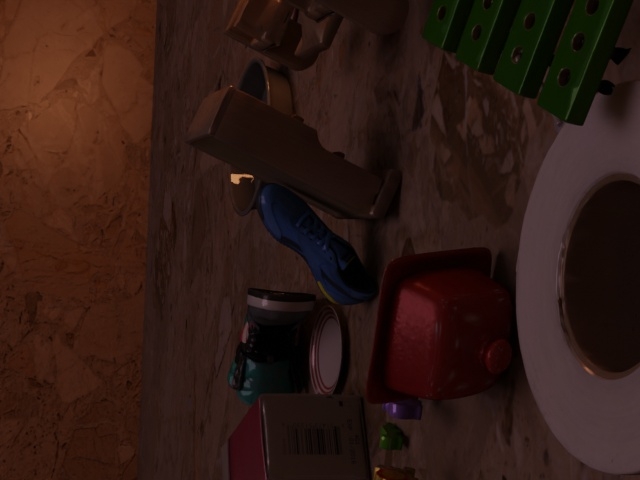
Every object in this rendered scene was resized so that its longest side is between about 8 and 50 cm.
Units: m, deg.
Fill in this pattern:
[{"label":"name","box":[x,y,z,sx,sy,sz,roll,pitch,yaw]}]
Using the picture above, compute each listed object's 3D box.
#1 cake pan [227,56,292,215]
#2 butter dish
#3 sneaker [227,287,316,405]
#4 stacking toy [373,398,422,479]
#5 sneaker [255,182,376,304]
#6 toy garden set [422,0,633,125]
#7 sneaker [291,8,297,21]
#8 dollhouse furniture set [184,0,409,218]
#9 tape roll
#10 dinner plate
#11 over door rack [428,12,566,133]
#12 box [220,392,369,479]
[{"label":"cake pan","box":[-0.112,-0.189,2.054,0.293,0.054,0.293,-176,90,-72]},{"label":"butter dish","box":[0.140,0.099,1.113,0.118,0.160,0.160,24,112,46]},{"label":"sneaker","box":[-0.079,0.169,1.727,0.295,0.123,0.179,122,153,-81]},{"label":"stacking toy","box":[0.087,0.180,1.294,0.221,0.052,0.167,-100,17,-82]},{"label":"sneaker","box":[0.000,0.000,1.497,0.069,0.209,0.082,-48,17,-30]},{"label":"toy garden set","box":[0.182,-0.218,0.860,0.244,0.049,0.204,50,126,58]},{"label":"sneaker","box":[-0.102,-0.448,1.963,0.087,0.128,0.221,-114,34,-56]},{"label":"dollhouse furniture set","box":[0.025,-0.258,1.503,0.394,0.256,0.362,-66,17,-7]},{"label":"tape roll","box":[0.252,0.028,0.813,0.286,0.100,0.286,-176,90,-72]},{"label":"dinner plate","box":[0.012,0.167,1.650,0.141,0.017,0.141,-177,90,-72]},{"label":"over door rack","box":[0.194,-0.261,0.972,0.240,0.108,0.324,110,146,-41]},{"label":"box","box":[-0.042,0.314,1.570,0.232,0.148,0.127,122,147,-56]}]
